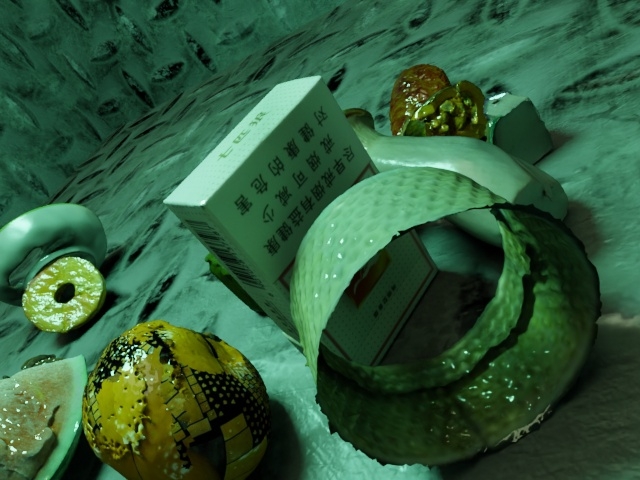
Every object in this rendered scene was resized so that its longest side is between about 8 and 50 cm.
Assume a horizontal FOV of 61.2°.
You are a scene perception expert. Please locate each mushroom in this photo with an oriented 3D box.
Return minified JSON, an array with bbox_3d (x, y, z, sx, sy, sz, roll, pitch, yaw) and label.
[{"bbox_3d":[0.149,-0.088,0.727,0.329,0.159,0.122,25,91,32],"label":"mushroom"}]

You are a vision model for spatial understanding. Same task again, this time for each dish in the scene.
[{"bbox_3d":[-0.686,0.067,1.402,0.324,0.324,0.124,-43,68,-11],"label":"dish"}]

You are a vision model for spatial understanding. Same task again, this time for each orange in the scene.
[{"bbox_3d":[-0.170,0.207,0.664,0.182,0.234,0.234,-55,32,-8],"label":"orange"}]

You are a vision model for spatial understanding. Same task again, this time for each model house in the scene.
[{"bbox_3d":[0.281,-0.168,0.834,0.088,0.100,0.100,-38,28,3],"label":"model house"}]

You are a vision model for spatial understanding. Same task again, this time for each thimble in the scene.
[{"bbox_3d":[0.110,0.066,0.528,0.271,0.271,0.150,-36,27,2],"label":"thimble"}]

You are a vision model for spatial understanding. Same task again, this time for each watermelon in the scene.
[{"bbox_3d":[-0.517,0.375,0.850,0.222,0.319,0.292,43,123,32],"label":"watermelon"}]

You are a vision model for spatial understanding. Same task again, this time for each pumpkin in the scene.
[{"bbox_3d":[0.204,-0.178,0.916,0.108,0.119,0.183,-10,39,55],"label":"pumpkin"}]

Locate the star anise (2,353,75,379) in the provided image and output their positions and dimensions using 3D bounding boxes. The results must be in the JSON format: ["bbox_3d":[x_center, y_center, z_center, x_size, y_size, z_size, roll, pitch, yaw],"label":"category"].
[{"bbox_3d":[-0.602,0.323,1.105,0.229,0.093,0.236,12,59,46],"label":"star anise"}]

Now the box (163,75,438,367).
[{"bbox_3d":[0.000,0.000,0.666,0.095,0.330,0.210,7,52,50],"label":"box"}]

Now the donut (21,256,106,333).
[{"bbox_3d":[-0.609,0.135,1.310,0.190,0.174,0.074,-58,-9,-15],"label":"donut"}]

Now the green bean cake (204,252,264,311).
[{"bbox_3d":[-0.028,-0.004,0.881,0.250,0.156,0.247,0,48,46],"label":"green bean cake"}]

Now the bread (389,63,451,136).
[{"bbox_3d":[0.188,-0.258,1.068,0.139,0.095,0.268,-21,37,39],"label":"bread"}]
